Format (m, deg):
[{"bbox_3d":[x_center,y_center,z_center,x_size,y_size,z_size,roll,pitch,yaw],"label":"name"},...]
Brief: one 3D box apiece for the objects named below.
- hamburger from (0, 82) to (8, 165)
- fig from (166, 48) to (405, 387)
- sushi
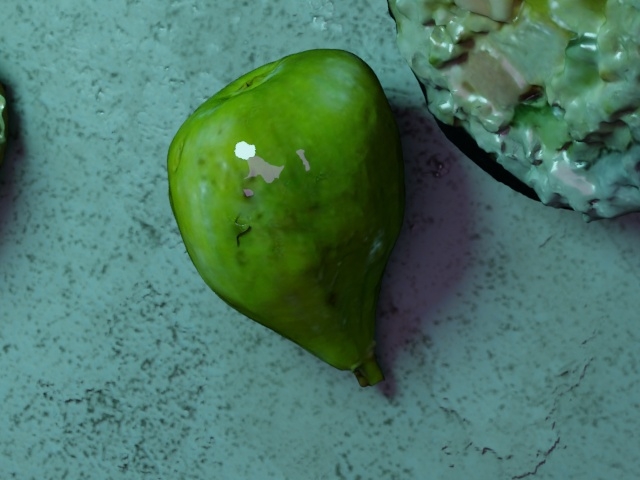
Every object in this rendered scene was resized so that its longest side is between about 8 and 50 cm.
[{"bbox_3d":[-0.459,-0.111,1.386,0.274,0.212,0.274,2,98,14],"label":"hamburger"},{"bbox_3d":[-0.019,-0.010,1.275,0.233,0.233,0.314,-11,88,16],"label":"fig"},{"bbox_3d":[0.257,-0.208,1.170,0.328,0.285,0.328,39,143,13],"label":"sushi"}]
